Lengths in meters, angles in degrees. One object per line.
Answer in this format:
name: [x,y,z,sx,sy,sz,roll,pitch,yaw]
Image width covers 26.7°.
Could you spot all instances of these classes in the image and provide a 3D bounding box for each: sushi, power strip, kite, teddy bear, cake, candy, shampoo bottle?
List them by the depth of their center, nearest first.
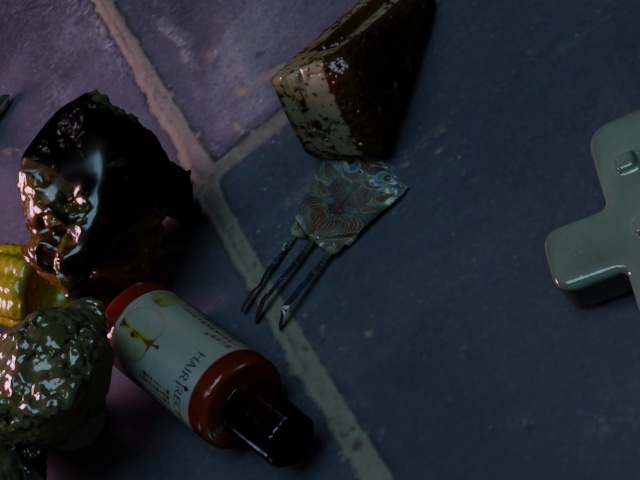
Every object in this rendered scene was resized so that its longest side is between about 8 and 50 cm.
power strip: [0.307,-0.003,1.247,0.193,0.059,0.265,-22,52,19]
shampoo bottle: [-0.114,0.143,1.390,0.278,0.104,0.104,30,79,42]
teddy bear: [-0.306,0.175,1.401,0.256,0.156,0.267,-39,26,23]
kite: [-0.002,-0.002,1.476,0.127,0.016,0.229,22,73,44]
cake: [0.039,-0.224,1.512,0.112,0.135,0.246,1,60,33]
sushi: [-0.252,-0.032,1.519,0.204,0.200,0.213,-47,39,-17]
candy: [-0.383,0.051,1.636,0.199,0.094,0.106,8,71,43]

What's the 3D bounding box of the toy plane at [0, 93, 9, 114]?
toy plane: [-0.515,-0.125,1.859,0.226,0.058,0.226,-53,32,-8]
